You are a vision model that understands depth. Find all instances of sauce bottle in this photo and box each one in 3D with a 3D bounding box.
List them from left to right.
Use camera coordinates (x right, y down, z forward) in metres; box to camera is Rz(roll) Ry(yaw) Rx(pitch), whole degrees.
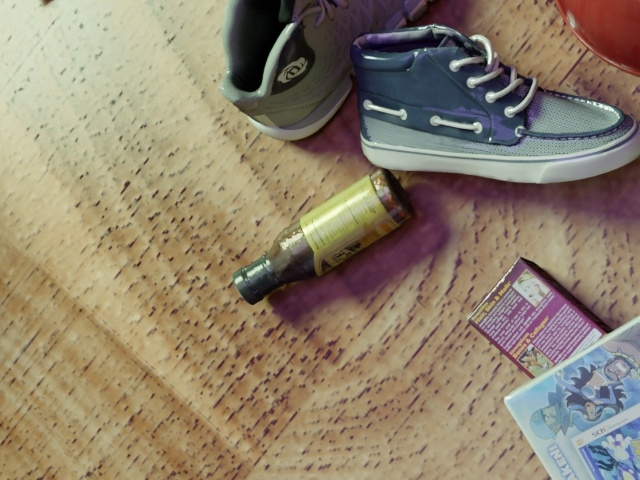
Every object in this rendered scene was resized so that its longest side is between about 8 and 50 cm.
[{"bbox_3d":[0.000,0.000,1.300,0.128,0.042,0.042,-32,72,16],"label":"sauce bottle"}]

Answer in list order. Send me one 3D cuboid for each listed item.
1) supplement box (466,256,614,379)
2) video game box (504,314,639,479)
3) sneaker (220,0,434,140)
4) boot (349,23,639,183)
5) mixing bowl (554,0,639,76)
[{"bbox_3d":[0.144,0.058,1.233,0.083,0.043,0.055,44,100,20],"label":"supplement box"},{"bbox_3d":[0.242,0.132,1.160,0.187,0.048,0.205,-32,86,11],"label":"video game box"},{"bbox_3d":[0.012,-0.171,1.271,0.086,0.132,0.229,35,95,22],"label":"sneaker"},{"bbox_3d":[0.108,-0.090,1.238,0.190,0.069,0.086,1,123,21],"label":"boot"},{"bbox_3d":[0.219,-0.197,1.216,0.181,0.098,0.181,-3,82,20],"label":"mixing bowl"}]
